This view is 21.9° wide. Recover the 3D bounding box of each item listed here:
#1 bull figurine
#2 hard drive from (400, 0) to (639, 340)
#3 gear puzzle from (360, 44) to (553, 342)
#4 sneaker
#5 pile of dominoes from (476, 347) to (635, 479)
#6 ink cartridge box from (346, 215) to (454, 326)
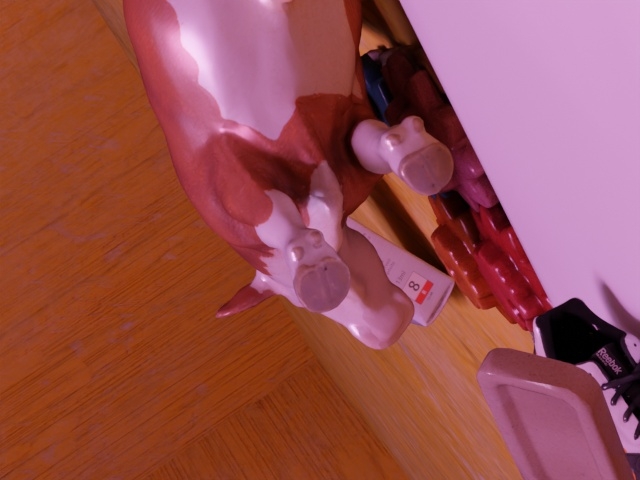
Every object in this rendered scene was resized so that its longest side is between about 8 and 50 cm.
[{"bbox_3d":[-0.019,-0.073,0.701,0.188,0.101,0.310,30,141,66],"label":"bull figurine"},{"bbox_3d":[0.121,0.020,0.507,0.353,0.047,0.233,59,174,-33],"label":"hard drive"},{"bbox_3d":[0.110,0.053,0.827,0.339,0.044,0.175,57,175,-10],"label":"gear puzzle"},{"bbox_3d":[0.095,0.057,0.496,0.109,0.040,0.044,42,155,50],"label":"sneaker"},{"bbox_3d":[0.158,0.096,0.413,0.196,0.040,0.251,12,149,32],"label":"pile of dominoes"},{"bbox_3d":[0.000,0.000,1.166,0.179,0.045,0.145,28,176,-4],"label":"ink cartridge box"}]
